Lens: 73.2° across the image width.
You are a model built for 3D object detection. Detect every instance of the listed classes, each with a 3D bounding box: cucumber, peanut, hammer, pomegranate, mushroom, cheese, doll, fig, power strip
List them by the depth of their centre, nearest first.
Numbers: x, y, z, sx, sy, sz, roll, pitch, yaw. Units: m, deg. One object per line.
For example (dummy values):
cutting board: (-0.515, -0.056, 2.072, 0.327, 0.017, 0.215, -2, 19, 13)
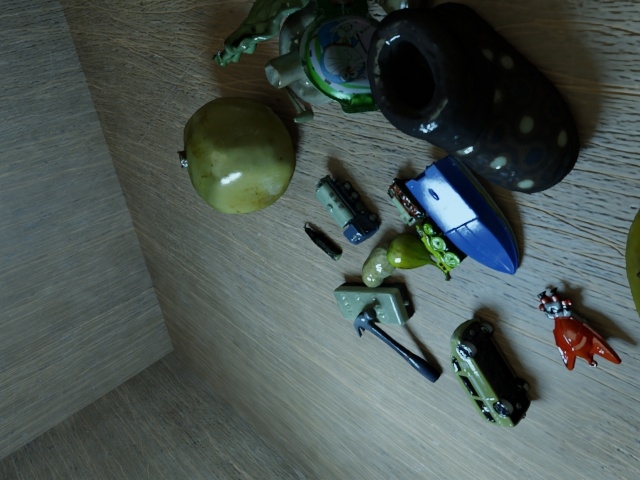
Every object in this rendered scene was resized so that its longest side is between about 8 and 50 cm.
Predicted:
cheese: (0.051, -0.391, 0.822, 0.083, 0.203, 0.321, 132, 129, -76)
doll: (0.493, 0.176, 0.852, 0.169, 0.057, 0.109, 55, 146, 4)
mushroom: (-0.030, -0.394, 0.937, 0.207, 0.215, 0.207, 33, 142, 31)
fig: (0.239, 0.043, 1.064, 0.166, 0.093, 0.093, 25, 148, -18)
hammer: (-0.096, -0.391, 1.155, 0.195, 0.060, 0.028, 54, 144, 13)
peanut: (0.158, 0.071, 1.158, 0.080, 0.080, 0.174, 45, 145, 18)
pomegranate: (-0.235, -0.233, 1.214, 0.332, 0.332, 0.333, 29, 134, 35)
hammer: (0.216, 0.304, 1.221, 0.289, 0.037, 0.137, 39, 150, 0)
power strip: (0.150, 0.180, 1.248, 0.256, 0.070, 0.105, -7, 111, 50)
cucumber: (0.000, 0.000, 1.329, 0.163, 0.043, 0.039, 42, 103, 19)

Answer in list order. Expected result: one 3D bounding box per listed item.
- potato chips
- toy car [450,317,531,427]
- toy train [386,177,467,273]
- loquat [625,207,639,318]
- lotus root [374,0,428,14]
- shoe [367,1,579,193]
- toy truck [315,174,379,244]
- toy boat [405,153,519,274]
potato chips: (-0.076, -0.486, 0.820, 0.373, 0.097, 0.389, -59, 25, 9)
toy car: (0.387, 0.315, 1.038, 0.257, 0.101, 0.124, 58, 147, 0)
toy train: (0.241, -0.040, 1.003, 0.250, 0.053, 0.085, 53, 149, 9)
loquat: (0.562, 0.042, 0.493, 0.359, 0.328, 0.328, 8, 134, -6)
lotus root: (0.111, -0.520, 0.763, 0.261, 0.074, 0.170, 54, 165, 11)
shoe: (0.243, -0.222, 0.714, 0.384, 0.237, 0.171, 55, 144, 6)
toy truck: (0.065, -0.085, 1.146, 0.202, 0.088, 0.074, 52, 142, 9)
toy boat: (0.313, -0.042, 0.899, 0.295, 0.088, 0.129, 49, 144, -4)
